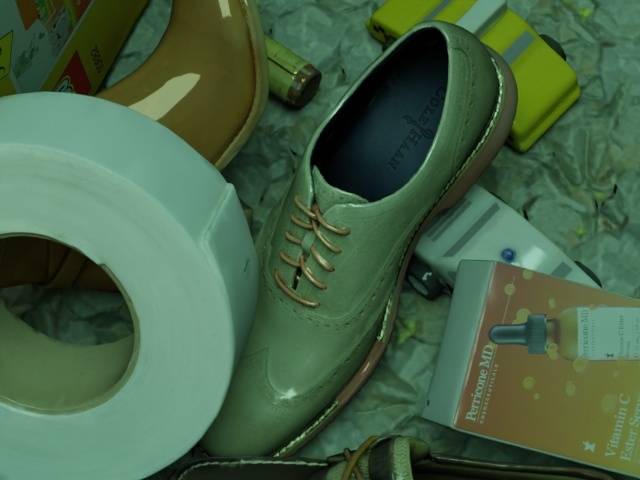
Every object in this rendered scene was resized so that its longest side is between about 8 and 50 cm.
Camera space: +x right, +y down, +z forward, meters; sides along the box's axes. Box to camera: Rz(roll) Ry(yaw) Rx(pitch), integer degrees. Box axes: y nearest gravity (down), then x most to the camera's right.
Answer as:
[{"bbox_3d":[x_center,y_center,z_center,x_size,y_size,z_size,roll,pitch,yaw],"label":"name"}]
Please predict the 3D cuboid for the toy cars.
[{"bbox_3d":[0.139,-0.074,1.344,0.176,0.087,0.394,-6,67,1],"label":"toy cars"}]

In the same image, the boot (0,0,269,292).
[{"bbox_3d":[-0.162,-0.093,1.272,0.220,0.283,0.109,-5,25,-25],"label":"boot"}]

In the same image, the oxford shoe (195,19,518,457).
[{"bbox_3d":[0.000,0.000,1.253,0.140,0.146,0.397,30,91,22],"label":"oxford shoe"}]

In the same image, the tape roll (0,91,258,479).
[{"bbox_3d":[-0.189,0.039,1.177,0.286,0.286,0.100,8,28,7],"label":"tape roll"}]

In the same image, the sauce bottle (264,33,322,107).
[{"bbox_3d":[-0.059,-0.164,1.418,0.128,0.042,0.042,37,74,16],"label":"sauce bottle"}]

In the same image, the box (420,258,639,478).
[{"bbox_3d":[0.179,0.097,1.227,0.170,0.091,0.130,15,87,-11],"label":"box"}]

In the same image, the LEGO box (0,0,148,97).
[{"bbox_3d":[-0.281,-0.281,1.233,0.193,0.500,0.372,22,70,12],"label":"LEGO box"}]

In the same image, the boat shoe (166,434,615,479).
[{"bbox_3d":[0.050,0.189,1.197,0.342,0.123,0.123,9,34,3],"label":"boat shoe"}]
